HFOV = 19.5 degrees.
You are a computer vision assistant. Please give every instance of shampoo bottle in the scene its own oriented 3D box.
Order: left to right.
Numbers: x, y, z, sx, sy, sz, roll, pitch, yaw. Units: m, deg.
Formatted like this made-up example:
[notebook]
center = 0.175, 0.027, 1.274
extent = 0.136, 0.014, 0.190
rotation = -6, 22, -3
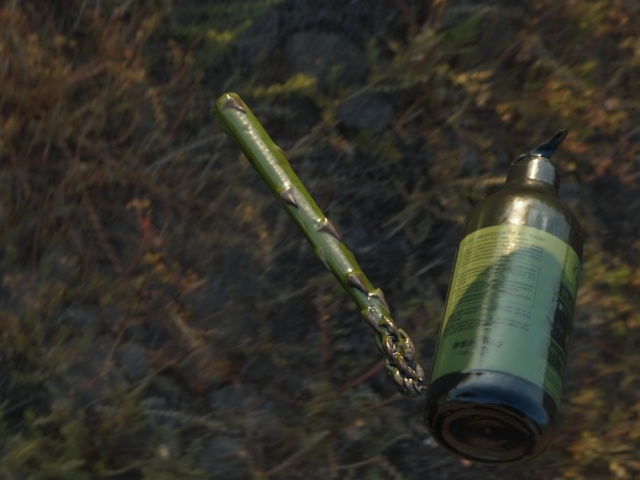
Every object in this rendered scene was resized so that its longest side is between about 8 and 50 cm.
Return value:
[shampoo bottle]
center = 0.152, 0.036, 1.462
extent = 0.101, 0.101, 0.284
rotation = 21, 52, -8

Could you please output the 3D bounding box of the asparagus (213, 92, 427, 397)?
[asparagus]
center = 0.000, 0.000, 1.092
extent = 0.025, 0.024, 0.248
rotation = -33, 58, -2
